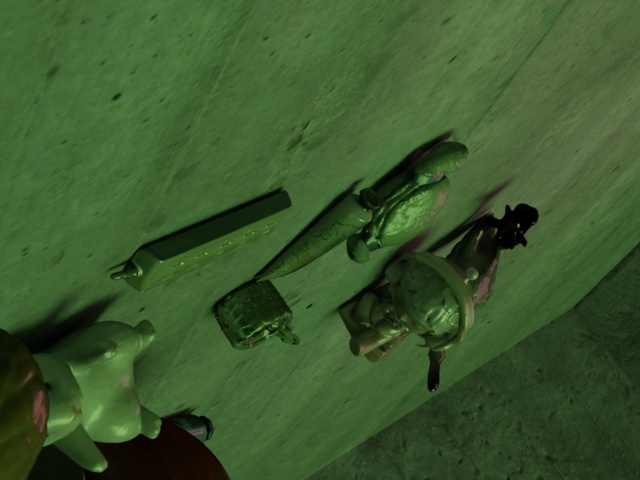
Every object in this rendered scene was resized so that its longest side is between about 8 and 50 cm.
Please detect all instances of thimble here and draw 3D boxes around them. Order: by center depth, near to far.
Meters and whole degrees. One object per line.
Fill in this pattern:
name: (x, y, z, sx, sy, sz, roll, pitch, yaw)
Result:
thimble: (-0.088, 0.096, 2.042, 0.084, 0.062, 0.110, -43, 165, 30)

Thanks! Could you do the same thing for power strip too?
power strip: (-0.123, 0.002, 1.703, 0.252, 0.027, 0.060, -25, 162, -42)

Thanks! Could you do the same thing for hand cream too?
hand cream: (0.000, 0.000, 1.987, 0.194, 0.042, 0.067, -40, 168, 33)
hand cream: (-0.248, 0.302, 2.370, 0.088, 0.055, 0.256, -35, 167, 31)

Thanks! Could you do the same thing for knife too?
knife: (-0.056, 0.135, 2.352, 0.184, 0.026, 0.022, 53, 51, -75)

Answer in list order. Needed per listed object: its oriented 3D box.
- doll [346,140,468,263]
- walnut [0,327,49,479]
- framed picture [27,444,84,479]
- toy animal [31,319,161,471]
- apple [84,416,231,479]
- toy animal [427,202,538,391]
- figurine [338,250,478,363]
doll: (0.108, -0.045, 2.036, 0.214, 0.071, 0.103, -45, 166, 20)
walnut: (-0.343, 0.163, 1.306, 0.261, 0.225, 0.225, -42, 173, -38)
framed picture: (-0.335, 0.261, 1.693, 0.168, 0.128, 0.023, 8, 167, -27)
toy animal: (-0.272, 0.165, 1.627, 0.138, 0.140, 0.282, 5, -171, 21)
apple: (-0.263, 0.376, 1.972, 0.348, 0.348, 0.277, -38, 148, 6)
toy animal: (0.235, 0.068, 2.564, 0.324, 0.090, 0.195, -61, -174, 13)
figurine: (0.146, 0.100, 2.463, 0.237, 0.162, 0.141, -24, -175, 46)
